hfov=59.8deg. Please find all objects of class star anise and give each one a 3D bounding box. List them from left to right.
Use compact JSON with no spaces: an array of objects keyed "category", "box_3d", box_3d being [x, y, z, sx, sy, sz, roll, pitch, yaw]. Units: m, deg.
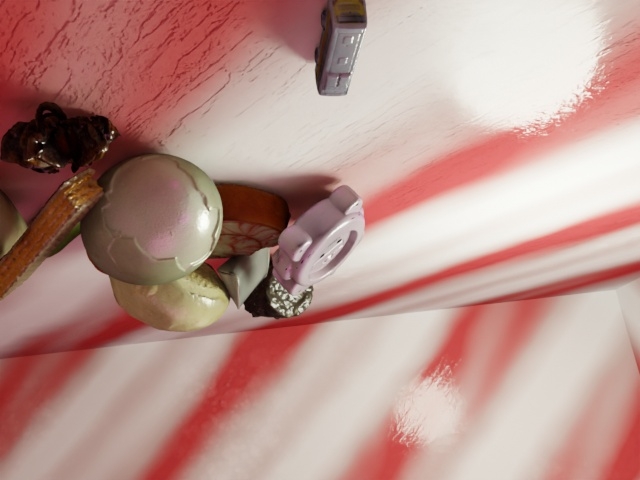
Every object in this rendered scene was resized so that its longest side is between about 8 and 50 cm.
[{"category":"star anise","box_3d":[-0.455,-0.183,0.995,0.220,0.125,0.190,-5,178,41]}]

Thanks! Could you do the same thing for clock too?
[{"category":"clock","box_3d":[0.000,0.000,1.511,0.296,0.113,0.322,-39,162,-15]}]

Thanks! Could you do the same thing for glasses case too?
[{"category":"glasses case","box_3d":[-0.228,0.095,1.665,0.083,0.128,0.308,-3,-164,13]}]

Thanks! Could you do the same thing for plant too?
[{"category":"plant","box_3d":[-0.186,0.180,2.013,0.215,0.213,0.312,7,167,-39]}]

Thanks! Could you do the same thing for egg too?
[{"category":"egg","box_3d":[-0.352,-0.048,1.182,0.278,0.278,0.336,7,156,-34]}]

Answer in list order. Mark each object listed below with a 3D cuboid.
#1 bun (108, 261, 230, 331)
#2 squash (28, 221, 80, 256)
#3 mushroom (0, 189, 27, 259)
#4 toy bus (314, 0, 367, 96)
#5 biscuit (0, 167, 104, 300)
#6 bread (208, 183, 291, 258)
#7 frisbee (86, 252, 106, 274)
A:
[{"category":"bun","box_3d":[-0.442,0.132,1.549,0.364,0.202,0.364,33,-177,-2]},{"category":"squash","box_3d":[-0.692,-0.019,1.434,0.379,0.101,0.101,-21,157,40]},{"category":"mushroom","box_3d":[-0.793,0.000,1.190,0.353,0.353,0.325,-22,-172,39]},{"category":"toy bus","box_3d":[0.030,-0.301,0.877,0.064,0.075,0.190,-4,160,-9]},{"category":"biscuit","box_3d":[-0.549,-0.004,1.095,0.379,0.094,0.054,-37,103,29]},{"category":"bread","box_3d":[-0.256,-0.044,1.477,0.328,0.114,0.295,-13,161,22]},{"category":"frisbee","box_3d":[-0.500,-0.006,1.389,0.192,0.191,0.035,-12,166,15]}]
